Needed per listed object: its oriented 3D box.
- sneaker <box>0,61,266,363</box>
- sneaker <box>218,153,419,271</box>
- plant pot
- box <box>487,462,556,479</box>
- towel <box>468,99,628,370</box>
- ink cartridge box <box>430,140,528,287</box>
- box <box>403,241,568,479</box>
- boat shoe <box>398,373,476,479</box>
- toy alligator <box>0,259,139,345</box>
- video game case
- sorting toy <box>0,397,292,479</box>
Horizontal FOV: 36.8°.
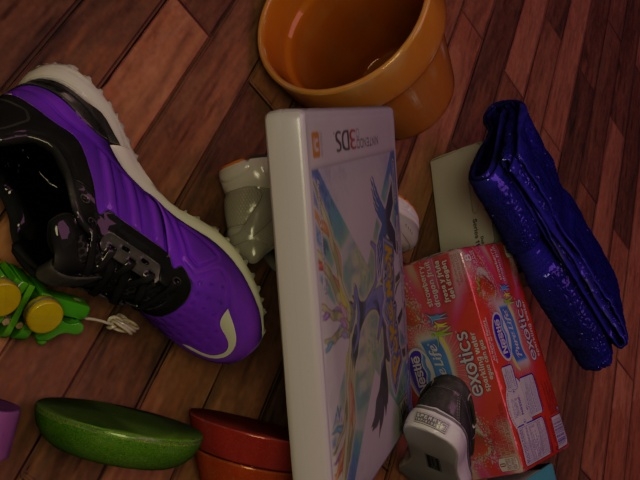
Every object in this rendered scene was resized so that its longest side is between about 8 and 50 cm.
[{"bbox_3d":[-0.168,0.008,0.759,0.293,0.102,0.146,50,28,-13],"label":"sneaker"},{"bbox_3d":[0.000,0.000,1.002,0.262,0.099,0.121,13,72,-39],"label":"sneaker"},{"bbox_3d":[0.062,-0.211,1.090,0.188,0.205,0.205,39,46,-54],"label":"plant pot"},{"bbox_3d":[0.167,0.310,1.052,0.244,0.100,0.060,-9,84,-51],"label":"box"},{"bbox_3d":[0.294,-0.015,1.195,0.308,0.076,0.228,56,30,-20],"label":"towel"},{"bbox_3d":[0.246,-0.030,1.303,0.208,0.086,0.153,17,62,-47],"label":"ink cartridge box"},{"bbox_3d":[0.177,0.139,1.118,0.128,0.122,0.257,-6,79,-53],"label":"box"},{"bbox_3d":[0.125,0.201,0.989,0.076,0.080,0.228,-61,157,-24],"label":"boat shoe"},{"bbox_3d":[-0.222,0.056,0.737,0.051,0.056,0.189,-53,136,4],"label":"toy alligator"},{"bbox_3d":[0.028,0.047,0.852,0.300,0.036,0.329,-26,113,-71],"label":"video game case"},{"bbox_3d":[-0.147,0.194,0.739,0.365,0.127,0.126,17,85,-48],"label":"sorting toy"}]
